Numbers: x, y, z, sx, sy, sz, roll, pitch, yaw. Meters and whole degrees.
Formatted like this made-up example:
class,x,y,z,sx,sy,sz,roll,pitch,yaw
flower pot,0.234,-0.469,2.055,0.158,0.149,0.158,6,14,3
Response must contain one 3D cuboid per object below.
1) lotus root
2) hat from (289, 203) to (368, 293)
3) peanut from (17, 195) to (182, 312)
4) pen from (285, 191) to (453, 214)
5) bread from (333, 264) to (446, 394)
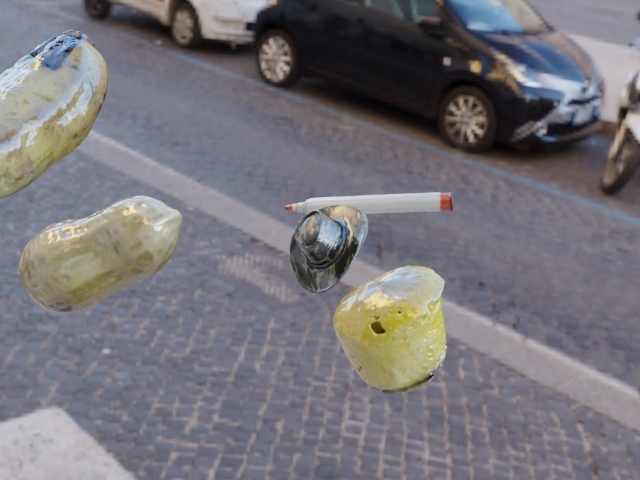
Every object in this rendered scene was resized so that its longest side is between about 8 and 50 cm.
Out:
class,x,y,z,sx,sy,sz,roll,pitch,yaw
lotus root,-0.286,-0.107,0.955,0.110,0.097,0.258,-5,35,33
hat,0.000,0.000,1.140,0.050,0.121,0.121,39,-2,-40
peanut,-0.265,0.015,1.200,0.236,0.120,0.110,-22,50,28
pen,0.059,-0.044,1.264,0.218,0.026,0.026,-2,20,15
bread,0.123,0.140,1.659,0.197,0.171,0.197,-17,25,8
